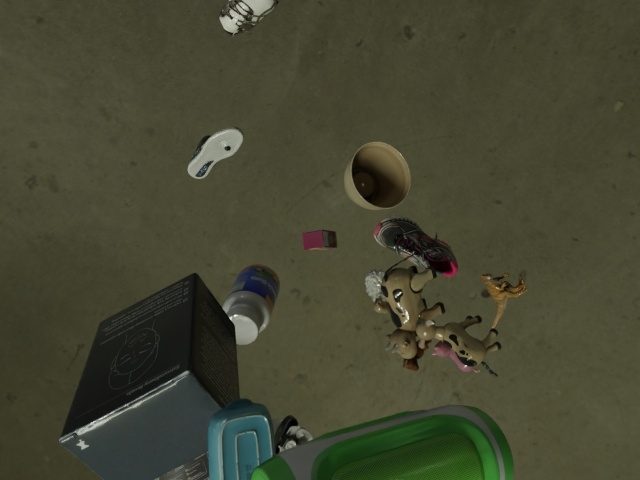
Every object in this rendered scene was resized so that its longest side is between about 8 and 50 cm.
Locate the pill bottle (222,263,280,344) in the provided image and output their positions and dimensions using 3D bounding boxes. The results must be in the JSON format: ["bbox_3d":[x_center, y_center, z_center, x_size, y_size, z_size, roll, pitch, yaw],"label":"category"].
[{"bbox_3d":[-0.221,0.201,1.502,0.152,0.272,0.152,2,116,4],"label":"pill bottle"}]

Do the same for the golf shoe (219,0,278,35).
[{"bbox_3d":[-0.134,-0.415,0.856,0.077,0.198,0.094,40,90,-15],"label":"golf shoe"}]

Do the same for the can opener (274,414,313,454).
[{"bbox_3d":[-0.113,0.562,1.131,0.074,0.093,0.280,35,77,-20],"label":"can opener"}]

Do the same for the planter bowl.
[{"bbox_3d":[0.123,-0.145,1.159,0.162,0.109,0.162,4,80,-22],"label":"planter bowl"}]

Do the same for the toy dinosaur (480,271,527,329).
[{"bbox_3d":[0.432,0.127,1.134,0.112,0.064,0.211,-20,129,18],"label":"toy dinosaur"}]

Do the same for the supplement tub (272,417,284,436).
[{"bbox_3d":[-0.109,0.544,1.301,0.071,0.071,0.107,0,128,7],"label":"supplement tub"}]

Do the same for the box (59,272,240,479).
[{"bbox_3d":[-0.367,0.307,1.113,0.293,0.395,0.212,-27,118,2],"label":"box"}]

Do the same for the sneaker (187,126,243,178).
[{"bbox_3d":[-0.304,-0.283,1.378,0.217,0.121,0.079,-33,128,28],"label":"sneaker"}]

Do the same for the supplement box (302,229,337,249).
[{"bbox_3d":[0.000,0.000,1.139,0.055,0.083,0.043,-8,84,25],"label":"supplement box"}]

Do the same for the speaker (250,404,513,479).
[{"bbox_3d":[0.077,0.277,0.547,0.296,0.131,0.131,-4,119,-27],"label":"speaker"}]

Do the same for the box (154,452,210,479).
[{"bbox_3d":[-0.360,0.579,1.220,0.231,0.056,0.183,-34,62,10],"label":"box"}]

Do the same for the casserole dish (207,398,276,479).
[{"bbox_3d":[-0.124,0.360,0.784,0.114,0.037,0.188,-1,80,-24],"label":"casserole dish"}]

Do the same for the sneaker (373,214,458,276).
[{"bbox_3d":[0.309,0.017,1.504,0.299,0.112,0.121,23,111,-12],"label":"sneaker"}]

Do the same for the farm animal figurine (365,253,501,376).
[{"bbox_3d":[0.242,0.205,1.184,0.327,0.172,0.330,65,151,5],"label":"farm animal figurine"}]
